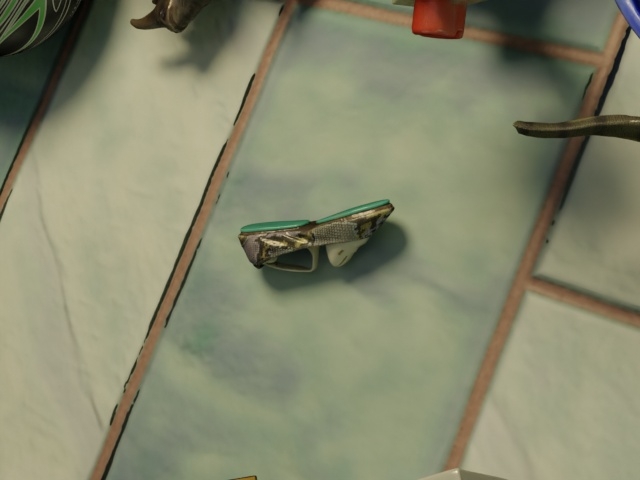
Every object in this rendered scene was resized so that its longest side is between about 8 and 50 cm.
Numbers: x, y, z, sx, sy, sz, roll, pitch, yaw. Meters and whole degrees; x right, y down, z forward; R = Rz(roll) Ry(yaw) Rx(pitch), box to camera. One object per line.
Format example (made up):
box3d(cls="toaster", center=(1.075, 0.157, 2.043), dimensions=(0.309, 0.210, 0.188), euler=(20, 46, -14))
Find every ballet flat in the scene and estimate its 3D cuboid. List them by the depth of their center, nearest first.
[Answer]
box3d(cls="ballet flat", center=(0.000, 0.000, 0.723), dimensions=(0.114, 0.041, 0.041), euler=(-10, 71, 25))

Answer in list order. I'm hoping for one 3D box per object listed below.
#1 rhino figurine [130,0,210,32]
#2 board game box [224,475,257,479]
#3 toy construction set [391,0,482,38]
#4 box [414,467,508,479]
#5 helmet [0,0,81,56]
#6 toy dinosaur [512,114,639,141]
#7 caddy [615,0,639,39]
box3d(cls="rhino figurine", center=(-0.048, -0.232, 0.792), dimensions=(0.243, 0.073, 0.106), euler=(-37, 52, 17))
box3d(cls="board game box", center=(-0.096, 0.272, 0.629), dimensions=(0.165, 0.042, 0.243), euler=(-5, 66, -18))
box3d(cls="toy construction set", center=(0.111, -0.265, 0.624), dimensions=(0.215, 0.151, 0.328), euler=(20, 91, 62))
box3d(cls="box", center=(0.060, 0.190, 0.600), dimensions=(0.101, 0.087, 0.102), euler=(-23, 66, 21))
box3d(cls="helmet", center=(-0.257, -0.230, 0.852), dimensions=(0.161, 0.169, 0.169), euler=(0, 74, 44))
box3d(cls="toy dinosaur", center=(0.240, -0.019, 0.549), dimensions=(0.268, 0.118, 0.064), euler=(19, 84, 32))
box3d(cls="caddy", center=(0.312, -0.161, 0.519), dimensions=(0.341, 0.179, 0.241), euler=(2, 77, 28))
